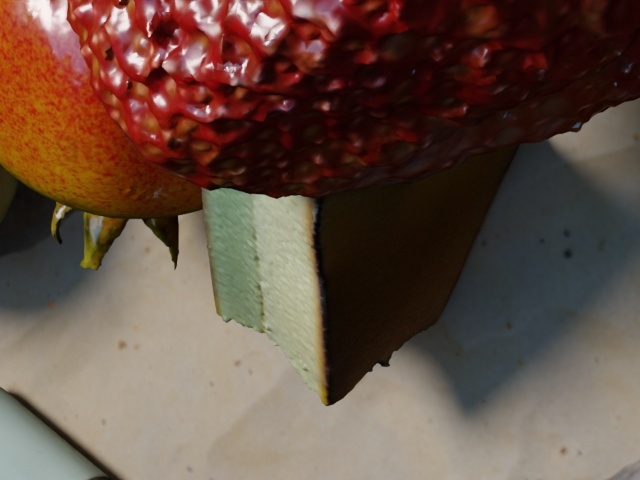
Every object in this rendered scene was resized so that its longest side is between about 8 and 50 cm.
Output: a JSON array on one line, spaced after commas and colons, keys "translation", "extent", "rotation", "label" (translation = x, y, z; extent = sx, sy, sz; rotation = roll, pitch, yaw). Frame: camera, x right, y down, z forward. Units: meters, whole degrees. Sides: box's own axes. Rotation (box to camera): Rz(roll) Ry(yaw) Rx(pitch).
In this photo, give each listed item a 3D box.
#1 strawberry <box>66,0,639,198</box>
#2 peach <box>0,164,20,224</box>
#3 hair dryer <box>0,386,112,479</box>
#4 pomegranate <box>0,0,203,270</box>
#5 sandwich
[{"translation": [0.036, -0.153, 0.907], "extent": [0.312, 0.267, 0.351], "rotation": [37, 112, -17], "label": "strawberry"}, {"translation": [-0.332, -0.103, 1.323], "extent": [0.247, 0.292, 0.292], "rotation": [-31, 81, 1], "label": "peach"}, {"translation": [-0.237, 0.229, 1.469], "extent": [0.131, 0.073, 0.236], "rotation": [36, 128, 25], "label": "hair dryer"}, {"translation": [-0.115, -0.104, 1.200], "extent": [0.221, 0.221, 0.257], "rotation": [27, 120, 28], "label": "pomegranate"}, {"translation": [0.000, 0.000, 1.138], "extent": [0.108, 0.220, 0.186], "rotation": [36, 119, 22], "label": "sandwich"}]
